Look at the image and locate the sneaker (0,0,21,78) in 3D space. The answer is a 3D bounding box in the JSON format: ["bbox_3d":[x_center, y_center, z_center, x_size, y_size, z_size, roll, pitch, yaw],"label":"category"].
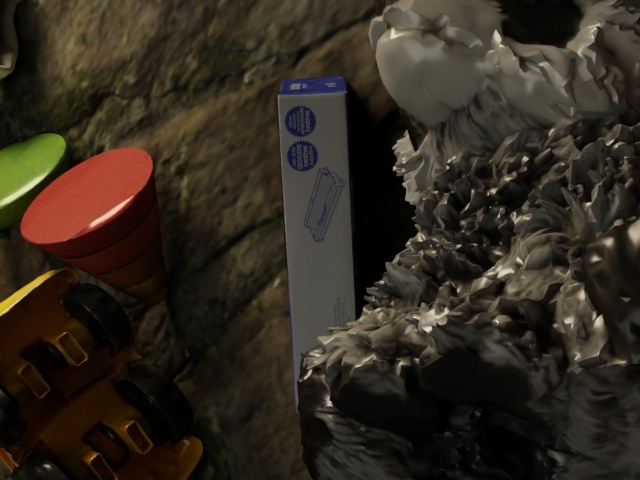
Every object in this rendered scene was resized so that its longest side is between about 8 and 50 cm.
[{"bbox_3d":[-0.345,-0.164,1.041,0.115,0.090,0.232,34,113,24],"label":"sneaker"}]

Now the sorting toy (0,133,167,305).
[{"bbox_3d":[-0.248,-0.013,1.017,0.366,0.127,0.126,12,140,47],"label":"sorting toy"}]

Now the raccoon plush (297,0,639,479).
[{"bbox_3d":[0.162,0.057,0.576,0.216,0.299,0.446,-12,125,33],"label":"raccoon plush"}]

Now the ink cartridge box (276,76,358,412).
[{"bbox_3d":[0.000,0.000,0.734,0.097,0.046,0.207,-88,-5,-76],"label":"ink cartridge box"}]

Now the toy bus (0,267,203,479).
[{"bbox_3d":[-0.241,0.139,0.973,0.211,0.149,0.220,2,128,54],"label":"toy bus"}]
